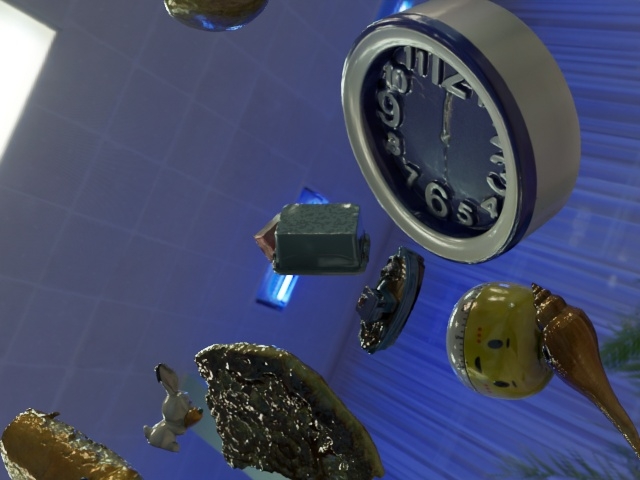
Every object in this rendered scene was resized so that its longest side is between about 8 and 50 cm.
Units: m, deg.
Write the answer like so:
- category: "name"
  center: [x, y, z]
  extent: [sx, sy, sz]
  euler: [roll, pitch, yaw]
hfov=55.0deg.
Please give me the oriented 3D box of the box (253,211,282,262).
- category: "box"
  center: [-0.125, -0.012, 1.933]
  extent: [0.156, 0.060, 0.111]
  euler: [-47, -64, -34]

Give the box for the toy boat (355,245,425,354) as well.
- category: "toy boat"
  center: [0.119, 0.108, 1.149]
  extent: [0.097, 0.100, 0.223]
  euler: [7, -64, -29]

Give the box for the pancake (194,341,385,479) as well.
- category: "pancake"
  center: [-0.063, 0.351, 1.191]
  extent: [0.067, 0.426, 0.305]
  euler: [-28, -58, -54]

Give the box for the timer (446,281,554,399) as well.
- category: "timer"
  center: [0.442, 0.222, 1.337]
  extent: [0.285, 0.285, 0.286]
  euler: [-23, -58, -41]

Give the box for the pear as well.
- category: "pear"
  center: [-0.206, -0.514, 1.221]
  extent: [0.228, 0.211, 0.189]
  euler: [-110, 22, -85]

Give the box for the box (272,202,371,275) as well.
- category: "box"
  center: [0.000, 0.000, 1.426]
  extent: [0.162, 0.226, 0.130]
  euler: [-77, -17, -54]

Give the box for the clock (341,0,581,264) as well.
- category: "clock"
  center: [0.116, -0.095, 0.554]
  extent: [0.083, 0.230, 0.231]
  euler: [-27, -54, -23]

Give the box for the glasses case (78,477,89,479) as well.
- category: "glasses case"
  center: [-0.362, 0.415, 0.987]
  extent: [0.083, 0.023, 0.033]
  euler: [47, -109, -19]

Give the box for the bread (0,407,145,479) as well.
- category: "bread"
  center: [-0.592, 0.569, 1.484]
  extent: [0.165, 0.375, 0.237]
  euler: [-37, -42, -49]

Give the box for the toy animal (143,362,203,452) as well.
- category: "toy animal"
  center: [-0.341, 0.384, 1.415]
  extent: [0.127, 0.131, 0.182]
  euler: [20, -101, -20]

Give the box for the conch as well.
- category: "conch"
  center: [0.442, 0.220, 1.048]
  extent: [0.093, 0.331, 0.109]
  euler: [-16, -17, -15]
